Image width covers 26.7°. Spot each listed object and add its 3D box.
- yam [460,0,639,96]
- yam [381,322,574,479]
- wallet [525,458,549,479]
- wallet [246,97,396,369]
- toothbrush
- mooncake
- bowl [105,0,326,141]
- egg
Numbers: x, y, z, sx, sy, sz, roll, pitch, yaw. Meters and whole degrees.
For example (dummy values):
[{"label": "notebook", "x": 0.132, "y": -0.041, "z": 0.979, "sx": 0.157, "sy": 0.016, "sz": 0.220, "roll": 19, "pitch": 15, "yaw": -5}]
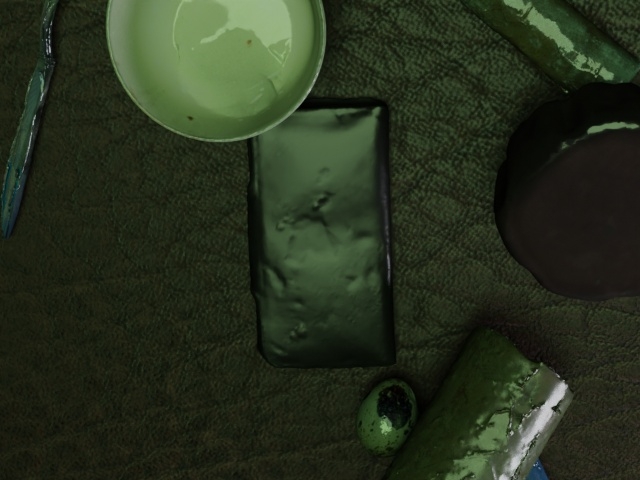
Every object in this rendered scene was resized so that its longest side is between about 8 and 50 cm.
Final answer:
[{"label": "yam", "x": 0.282, "y": -0.262, "z": 1.684, "sx": 0.259, "sy": 0.093, "sz": 0.093, "roll": 39, "pitch": 105, "yaw": -3}, {"label": "yam", "x": 0.196, "y": 0.273, "z": 1.760, "sx": 0.168, "sy": 0.168, "sz": 0.304, "roll": 31, "pitch": 93, "yaw": -1}, {"label": "wallet", "x": 0.281, "y": 0.409, "z": 1.862, "sx": 0.141, "sy": 0.059, "sz": 0.202, "roll": -26, "pitch": 100, "yaw": 14}, {"label": "wallet", "x": 0.000, "y": 0.000, "z": 1.802, "sx": 0.197, "sy": 0.051, "sz": 0.378, "roll": -2, "pitch": 103, "yaw": 5}, {"label": "toothbrush", "x": -0.382, "y": -0.193, "z": 1.810, "sx": 0.035, "sy": 0.042, "sz": 0.413, "roll": 30, "pitch": 110, "yaw": 37}, {"label": "mooncake", "x": 0.354, "y": -0.065, "z": 1.663, "sx": 0.283, "sy": 0.141, "sz": 0.283, "roll": 1, "pitch": 128, "yaw": 1}, {"label": "bowl", "x": -0.120, "y": -0.270, "z": 1.703, "sx": 0.277, "sy": 0.145, "sz": 0.277, "roll": 2, "pitch": 103, "yaw": 8}, {"label": "egg", "x": 0.092, "y": 0.241, "z": 1.830, "sx": 0.085, "sy": 0.085, "sz": 0.110, "roll": 21, "pitch": 99, "yaw": 2}]
